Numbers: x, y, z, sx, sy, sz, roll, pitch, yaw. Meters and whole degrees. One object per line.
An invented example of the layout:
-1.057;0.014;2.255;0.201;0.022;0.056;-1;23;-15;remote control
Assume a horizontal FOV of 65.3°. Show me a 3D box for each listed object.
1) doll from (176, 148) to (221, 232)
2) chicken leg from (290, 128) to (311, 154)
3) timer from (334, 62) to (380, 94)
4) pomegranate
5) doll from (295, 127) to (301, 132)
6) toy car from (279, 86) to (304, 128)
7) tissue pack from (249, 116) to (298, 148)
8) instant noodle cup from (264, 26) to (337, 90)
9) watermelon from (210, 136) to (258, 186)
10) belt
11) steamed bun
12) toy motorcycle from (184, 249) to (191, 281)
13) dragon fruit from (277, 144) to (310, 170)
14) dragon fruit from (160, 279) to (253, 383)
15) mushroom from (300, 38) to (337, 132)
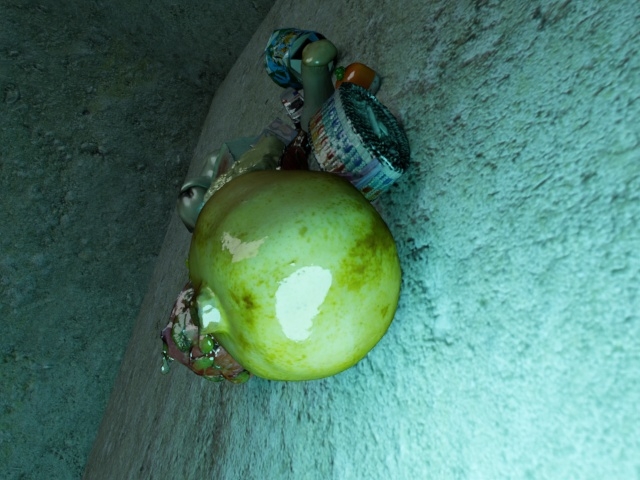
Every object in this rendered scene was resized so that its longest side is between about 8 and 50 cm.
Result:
-0.431;-0.208;1.998;0.370;0.226;0.215;-51;33;-17;doll
-0.076;-0.311;1.700;0.234;0.063;0.105;-55;31;17;chicken leg
0.092;-0.452;1.423;0.136;0.136;0.099;-29;49;52;timer
-0.062;0.057;0.908;0.416;0.416;0.417;-45;32;38;pomegranate
-0.081;-0.395;1.810;0.085;0.040;0.058;-31;28;44;doll
-0.085;-0.474;1.764;0.089;0.108;0.210;-32;27;6;toy car
-0.158;-0.343;1.769;0.155;0.115;0.065;-48;-14;-16;tissue pack
-0.067;-0.660;1.817;0.240;0.240;0.178;-64;31;4;instant noodle cup
-0.260;-0.212;1.827;0.258;0.228;0.387;19;90;56;watermelon
0.082;-0.206;1.127;0.160;0.206;0.295;-42;48;34;belt
-0.198;-0.169;1.595;0.276;0.203;0.289;-21;29;31;steamed bun
-0.487;0.028;2.111;0.206;0.142;0.342;-8;62;61;toy motorcycle
-0.065;-0.115;1.387;0.282;0.100;0.344;78;-161;-54;dragon fruit
-0.207;0.240;1.270;0.262;0.296;0.314;17;78;31;dragon fruit
-0.010;-0.467;1.518;0.329;0.122;0.159;91;165;-60;mushroom
